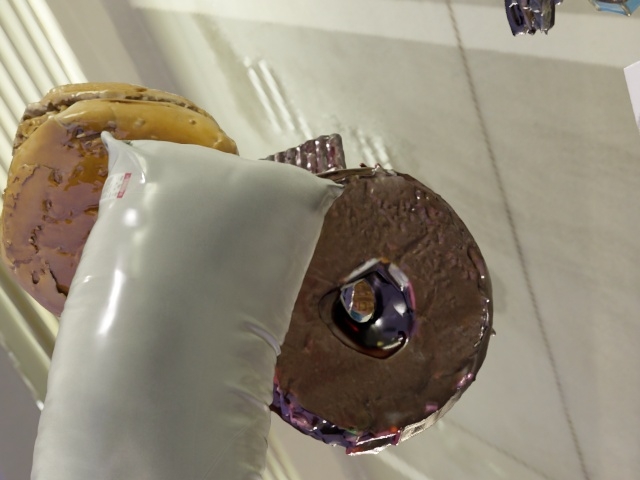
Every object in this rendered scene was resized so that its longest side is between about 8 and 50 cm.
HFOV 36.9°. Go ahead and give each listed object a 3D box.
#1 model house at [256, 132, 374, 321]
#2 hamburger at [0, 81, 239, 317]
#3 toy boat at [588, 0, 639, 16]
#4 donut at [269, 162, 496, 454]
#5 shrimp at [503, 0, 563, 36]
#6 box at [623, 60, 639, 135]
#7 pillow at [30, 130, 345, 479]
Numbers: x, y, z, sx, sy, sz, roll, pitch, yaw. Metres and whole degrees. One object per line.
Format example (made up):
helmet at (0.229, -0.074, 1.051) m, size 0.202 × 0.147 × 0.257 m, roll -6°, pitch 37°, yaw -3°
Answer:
model house at (0.000, 0.000, 1.310) m, size 0.230 × 0.280 × 0.249 m, roll 23°, pitch 135°, yaw -32°
hamburger at (-0.166, -0.027, 0.806) m, size 0.213 × 0.214 × 0.108 m, roll 66°, pitch 174°, yaw -29°
toy boat at (0.454, -0.415, 1.392) m, size 0.075 × 0.185 × 0.077 m, roll 25°, pitch 169°, yaw 34°
donut at (0.036, 0.062, 0.891) m, size 0.269 × 0.270 × 0.103 m, roll 56°, pitch 159°, yaw -7°
shrimp at (0.125, -0.253, 0.665) m, size 0.152 × 0.046 × 0.219 m, roll -126°, pitch 23°, yaw -60°
box at (0.561, -0.158, 1.343) m, size 0.111 × 0.261 × 0.194 m, roll -25°, pitch 69°, yaw 51°
pillow at (-0.070, 0.067, 0.512) m, size 0.144 × 0.253 × 0.078 m, roll 16°, pitch 159°, yaw -20°
